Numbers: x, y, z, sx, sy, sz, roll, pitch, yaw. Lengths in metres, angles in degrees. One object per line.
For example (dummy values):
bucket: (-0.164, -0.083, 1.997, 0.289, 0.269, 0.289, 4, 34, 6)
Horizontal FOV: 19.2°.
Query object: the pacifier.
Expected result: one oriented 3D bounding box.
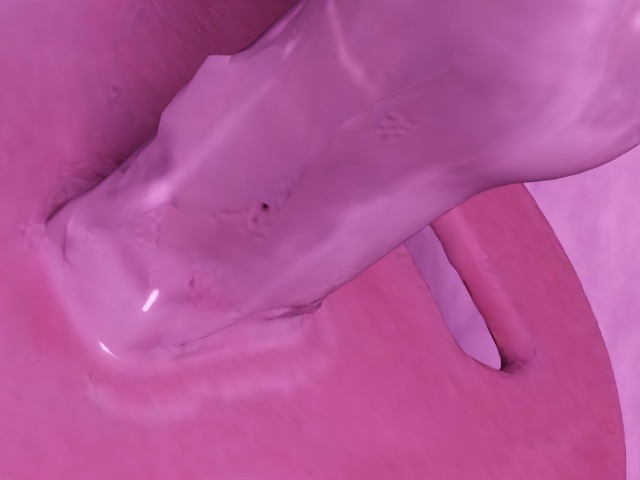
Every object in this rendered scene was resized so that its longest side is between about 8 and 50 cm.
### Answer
pacifier: (-0.026, 0.002, 0.459, 0.332, 0.220, 0.273, -8, 117, -49)
